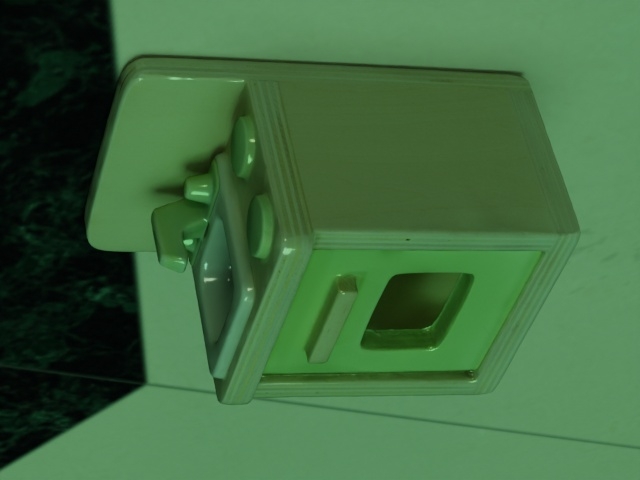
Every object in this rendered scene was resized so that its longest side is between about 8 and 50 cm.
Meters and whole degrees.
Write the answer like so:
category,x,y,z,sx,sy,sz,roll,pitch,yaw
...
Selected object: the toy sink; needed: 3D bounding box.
category,x,y,z,sx,sy,sz,roll,pitch,yaw
toy sink,0.000,0.000,1.036,0.234,0.131,0.153,2,140,-19
